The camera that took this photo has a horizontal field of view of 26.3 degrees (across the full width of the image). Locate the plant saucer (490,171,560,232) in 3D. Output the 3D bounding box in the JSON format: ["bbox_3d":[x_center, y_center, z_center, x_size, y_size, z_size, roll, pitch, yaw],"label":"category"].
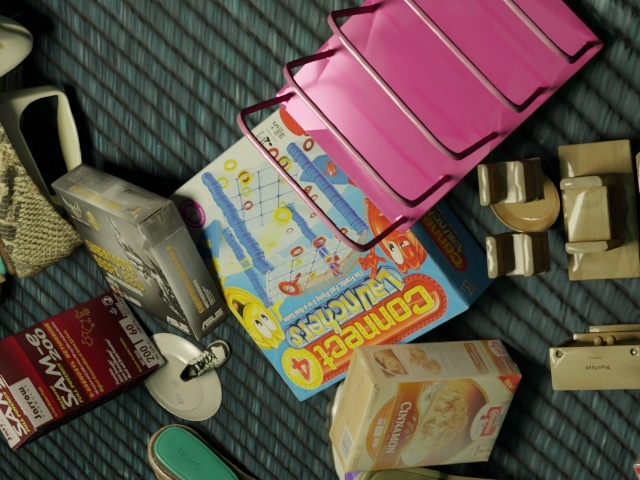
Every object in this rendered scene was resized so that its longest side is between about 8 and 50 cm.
[{"bbox_3d":[0.222,-0.048,1.480,0.083,0.015,0.083,17,124,26],"label":"plant saucer"}]

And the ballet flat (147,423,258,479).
[{"bbox_3d":[-0.116,0.380,1.917,0.316,0.107,0.106,44,152,11],"label":"ballet flat"}]

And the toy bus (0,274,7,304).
[{"bbox_3d":[-0.506,0.057,1.968,0.104,0.202,0.191,-22,96,9],"label":"toy bus"}]

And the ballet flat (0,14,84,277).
[{"bbox_3d":[-0.414,-0.167,1.724,0.164,0.182,0.483,53,167,53],"label":"ballet flat"}]

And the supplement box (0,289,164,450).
[{"bbox_3d":[-0.337,0.167,1.821,0.073,0.239,0.130,-40,81,42],"label":"supplement box"}]

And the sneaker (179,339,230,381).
[{"bbox_3d":[-0.155,0.165,1.836,0.083,0.037,0.032,-39,91,25],"label":"sneaker"}]

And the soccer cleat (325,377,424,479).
[{"bbox_3d":[0.080,0.314,1.735,0.116,0.109,0.318,4,120,16],"label":"soccer cleat"}]

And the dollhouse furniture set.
[{"bbox_3d":[0.299,0.019,1.407,0.212,0.161,0.242,-4,93,29],"label":"dollhouse furniture set"}]

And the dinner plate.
[{"bbox_3d":[-0.200,0.194,1.906,0.141,0.017,0.141,17,126,25],"label":"dinner plate"}]

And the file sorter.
[{"bbox_3d":[0.093,-0.156,1.339,0.202,0.182,0.290,47,113,2],"label":"file sorter"}]

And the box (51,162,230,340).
[{"bbox_3d":[-0.226,0.011,1.711,0.231,0.056,0.183,22,144,49],"label":"box"}]

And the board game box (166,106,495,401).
[{"bbox_3d":[0.000,0.000,1.610,0.308,0.086,0.302,-35,94,41],"label":"board game box"}]

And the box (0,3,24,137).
[{"bbox_3d":[-0.477,-0.239,1.822,0.184,0.045,0.191,20,125,20],"label":"box"}]

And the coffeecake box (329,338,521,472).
[{"bbox_3d":[0.119,0.190,1.578,0.068,0.185,0.142,-116,32,-47],"label":"coffeecake box"}]

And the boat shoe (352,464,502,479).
[{"bbox_3d":[0.176,0.340,1.650,0.302,0.113,0.103,22,159,-7],"label":"boat shoe"}]

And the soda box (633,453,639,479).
[{"bbox_3d":[0.435,0.328,1.503,0.083,0.092,0.263,-11,110,38],"label":"soda box"}]
